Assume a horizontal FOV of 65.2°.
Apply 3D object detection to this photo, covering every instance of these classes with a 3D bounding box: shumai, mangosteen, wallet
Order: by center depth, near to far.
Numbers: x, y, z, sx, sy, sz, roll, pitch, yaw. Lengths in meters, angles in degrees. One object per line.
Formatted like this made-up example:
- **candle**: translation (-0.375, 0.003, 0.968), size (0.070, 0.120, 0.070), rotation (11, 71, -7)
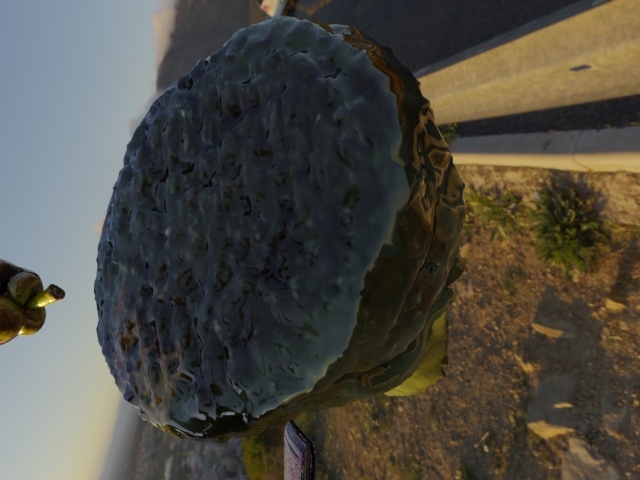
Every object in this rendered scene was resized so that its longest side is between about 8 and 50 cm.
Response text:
- **shumai**: translation (0.000, 0.000, 0.534), size (0.394, 0.348, 0.396), rotation (-5, 81, 38)
- **mangosteen**: translation (-0.512, 0.107, 0.812), size (0.146, 0.181, 0.156), rotation (120, 154, -45)
- **wallet**: translation (-0.044, 0.419, 0.903), size (0.111, 0.030, 0.166), rotation (14, 103, 63)
